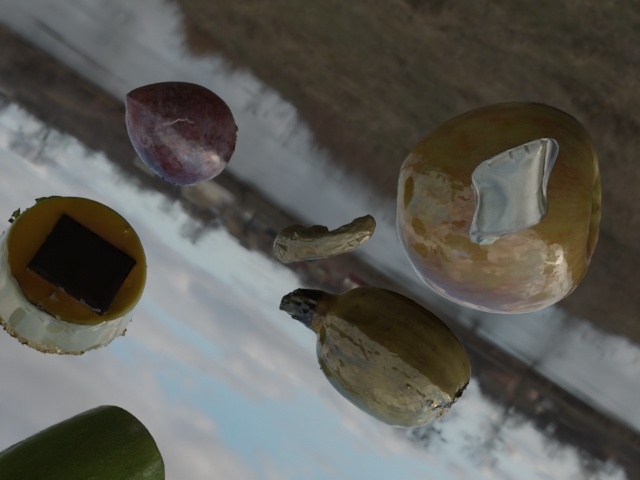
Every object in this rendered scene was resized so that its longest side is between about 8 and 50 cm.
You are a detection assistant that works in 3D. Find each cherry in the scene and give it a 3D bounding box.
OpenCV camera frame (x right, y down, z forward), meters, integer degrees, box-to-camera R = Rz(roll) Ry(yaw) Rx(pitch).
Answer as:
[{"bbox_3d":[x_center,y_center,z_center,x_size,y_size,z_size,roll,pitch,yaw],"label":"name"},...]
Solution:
[{"bbox_3d":[-0.273,-0.211,2.181,0.250,0.192,0.175,36,-142,-37],"label":"cherry"}]

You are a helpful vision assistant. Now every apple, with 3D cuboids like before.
[{"bbox_3d":[0.315,-0.058,2.043,0.346,0.391,0.391,1,171,17],"label":"apple"}]

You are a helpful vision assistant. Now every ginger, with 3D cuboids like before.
[{"bbox_3d":[-0.001,0.002,1.642,0.173,0.069,0.051,-5,116,35],"label":"ginger"}]

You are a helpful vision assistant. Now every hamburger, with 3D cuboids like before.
[{"bbox_3d":[-0.439,0.061,2.006,0.276,0.294,0.179,31,146,-10],"label":"hamburger"}]

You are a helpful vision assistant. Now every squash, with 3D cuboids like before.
[{"bbox_3d":[-0.529,0.508,2.313,0.263,0.263,0.384,34,-150,23],"label":"squash"}]

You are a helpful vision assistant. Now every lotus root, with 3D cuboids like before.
[{"bbox_3d":[0.081,0.159,1.747,0.310,0.183,0.183,35,-179,6],"label":"lotus root"}]

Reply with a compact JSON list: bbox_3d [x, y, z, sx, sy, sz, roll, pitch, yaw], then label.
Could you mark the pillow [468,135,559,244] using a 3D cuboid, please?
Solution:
[{"bbox_3d":[0.271,-0.066,1.637,0.232,0.131,0.038,77,175,-59],"label":"pillow"}]
